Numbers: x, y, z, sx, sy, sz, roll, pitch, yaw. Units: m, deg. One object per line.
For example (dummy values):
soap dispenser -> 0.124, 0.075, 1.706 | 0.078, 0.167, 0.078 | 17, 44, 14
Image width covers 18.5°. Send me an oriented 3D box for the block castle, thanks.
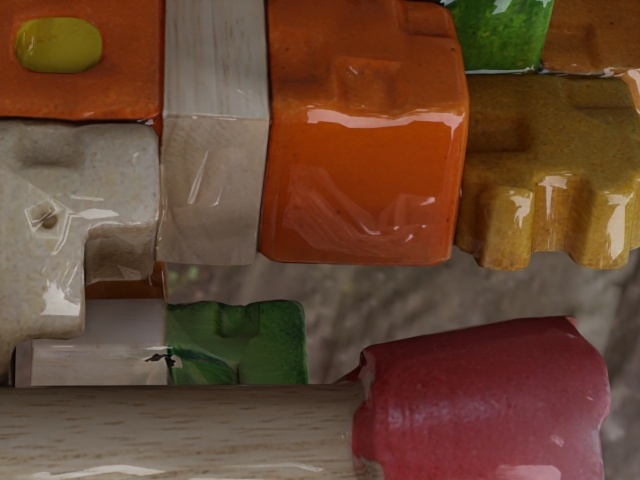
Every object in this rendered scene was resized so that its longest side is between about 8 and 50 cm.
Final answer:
block castle -> 0.000, 0.000, 0.659 | 0.453, 0.213, 0.303 | -94, -175, -45
